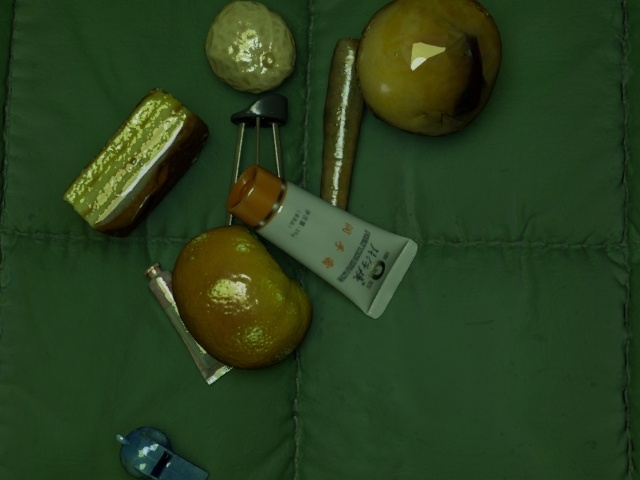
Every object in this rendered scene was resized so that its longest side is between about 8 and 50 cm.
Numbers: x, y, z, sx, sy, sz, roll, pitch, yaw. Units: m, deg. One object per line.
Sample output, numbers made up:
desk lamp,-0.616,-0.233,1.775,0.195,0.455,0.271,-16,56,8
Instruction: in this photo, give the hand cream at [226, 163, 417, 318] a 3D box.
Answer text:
hand cream,0.000,0.000,1.834,0.314,0.089,0.139,28,88,-25

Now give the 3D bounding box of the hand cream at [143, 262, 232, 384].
hand cream,-0.213,0.128,1.903,0.067,0.043,0.209,-36,86,-6

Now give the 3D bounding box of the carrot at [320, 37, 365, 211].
carrot,0.031,-0.156,1.903,0.070,0.070,0.342,7,89,7

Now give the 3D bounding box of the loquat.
loquat,0.165,-0.272,1.820,0.235,0.235,0.235,-1,82,6

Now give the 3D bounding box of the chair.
chair,-0.105,-0.123,1.900,0.095,0.104,0.221,2,85,24

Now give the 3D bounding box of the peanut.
peanut,-0.112,-0.311,1.913,0.159,0.109,0.140,33,101,13

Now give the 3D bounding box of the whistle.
whistle,-0.260,0.344,1.868,0.158,0.090,0.090,38,87,-30

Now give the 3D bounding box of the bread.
bread,-0.280,-0.116,1.869,0.110,0.184,0.234,38,89,6

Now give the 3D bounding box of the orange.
orange,-0.126,0.093,1.819,0.179,0.158,0.237,-31,96,19
